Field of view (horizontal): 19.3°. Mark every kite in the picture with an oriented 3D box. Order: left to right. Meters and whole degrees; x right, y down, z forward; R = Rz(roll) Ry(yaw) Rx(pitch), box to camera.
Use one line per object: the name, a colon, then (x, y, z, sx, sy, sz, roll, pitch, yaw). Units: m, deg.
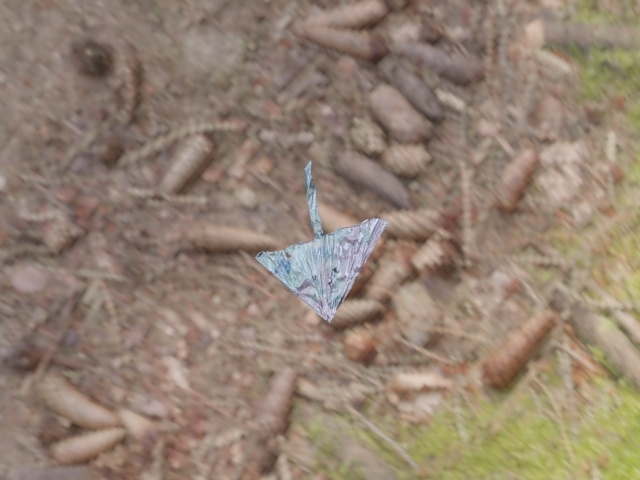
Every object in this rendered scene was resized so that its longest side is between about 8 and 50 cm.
kite: (0.000, 0.000, 1.692, 0.139, 0.011, 0.157, -18, 70, 23)
